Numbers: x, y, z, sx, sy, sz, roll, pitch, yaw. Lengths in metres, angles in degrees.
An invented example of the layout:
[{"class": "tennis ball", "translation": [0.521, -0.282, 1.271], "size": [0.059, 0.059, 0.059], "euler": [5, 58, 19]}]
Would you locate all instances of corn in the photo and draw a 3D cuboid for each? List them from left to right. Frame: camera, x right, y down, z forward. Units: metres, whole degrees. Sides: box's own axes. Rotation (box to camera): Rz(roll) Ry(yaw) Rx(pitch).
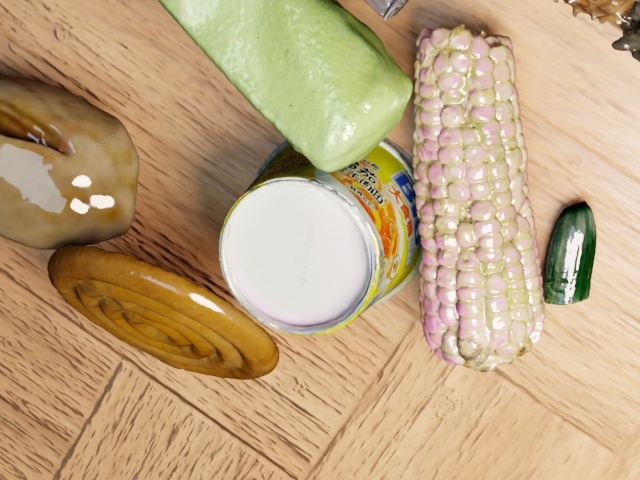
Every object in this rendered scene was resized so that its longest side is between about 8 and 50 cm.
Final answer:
[{"class": "corn", "translation": [0.143, -0.040, 1.161], "size": [0.127, 0.126, 0.335], "euler": [-5, 101, 18]}]

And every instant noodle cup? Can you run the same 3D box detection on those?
[{"class": "instant noodle cup", "translation": [0.000, 0.000, 1.199], "size": [0.205, 0.153, 0.204], "euler": [5, 109, 15]}]

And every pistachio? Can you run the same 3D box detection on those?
[{"class": "pistachio", "translation": [-0.314, -0.079, 1.276], "size": [0.288, 0.166, 0.197], "euler": [17, 151, 26]}]

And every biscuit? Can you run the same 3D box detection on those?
[{"class": "biscuit", "translation": [-0.165, 0.081, 1.243], "size": [0.262, 0.262, 0.037], "euler": [19, 69, 11]}]

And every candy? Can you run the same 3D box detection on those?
[{"class": "candy", "translation": [-0.060, -0.219, 1.135], "size": [0.132, 0.142, 0.343], "euler": [-42, 82, 1]}]

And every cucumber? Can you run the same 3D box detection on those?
[{"class": "cucumber", "translation": [0.245, 0.012, 1.182], "size": [0.048, 0.048, 0.105], "euler": [9, 109, 14]}]

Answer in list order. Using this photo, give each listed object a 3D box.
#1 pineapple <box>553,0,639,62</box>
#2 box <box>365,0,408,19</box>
[{"class": "pineapple", "translation": [0.311, -0.195, 1.039], "size": [0.165, 0.165, 0.364], "euler": [-41, 94, 24]}, {"class": "box", "translation": [0.022, -0.326, 1.137], "size": [0.224, 0.069, 0.120], "euler": [45, 114, 1]}]
